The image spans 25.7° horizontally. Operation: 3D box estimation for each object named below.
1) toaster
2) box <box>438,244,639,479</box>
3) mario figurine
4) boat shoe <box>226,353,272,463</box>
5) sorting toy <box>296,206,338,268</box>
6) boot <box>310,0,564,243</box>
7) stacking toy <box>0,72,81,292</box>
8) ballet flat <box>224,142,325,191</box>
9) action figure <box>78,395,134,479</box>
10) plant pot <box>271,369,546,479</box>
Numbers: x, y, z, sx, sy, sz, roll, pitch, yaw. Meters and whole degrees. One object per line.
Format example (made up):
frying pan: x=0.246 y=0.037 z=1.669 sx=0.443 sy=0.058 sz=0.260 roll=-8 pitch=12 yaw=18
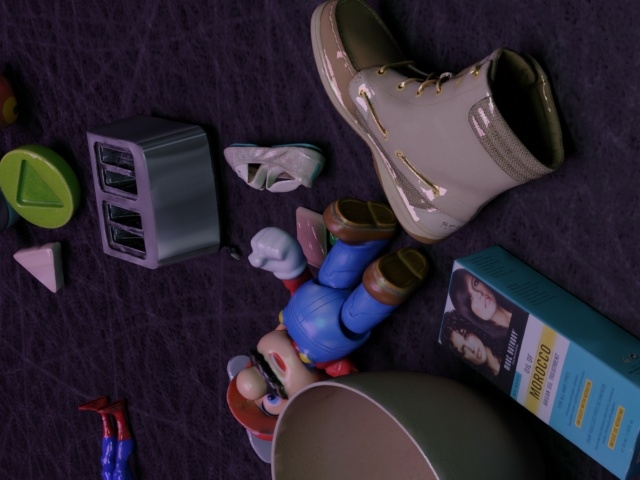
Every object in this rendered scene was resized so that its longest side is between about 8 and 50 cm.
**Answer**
toaster: x=-0.202 y=-0.060 z=1.746 sx=0.186 sy=0.110 sz=0.168 roll=16 pitch=118 yaw=49
box: x=0.219 y=0.108 z=1.301 sx=0.244 sy=0.060 sz=0.100 roll=36 pitch=131 yaw=39
mario figurine: x=-0.019 y=0.110 z=1.515 sx=0.198 sy=0.170 sz=0.320 roll=-87 pitch=21 yaw=-49
boat shoe: x=-0.080 y=0.210 z=1.761 sx=0.040 sy=0.049 sz=0.142 roll=141 pitch=109 yaw=-72
sorting toy: x=0.000 y=0.000 z=1.586 sx=0.083 sy=0.012 sz=0.062 roll=24 pitch=118 yaw=50
boot: x=0.106 y=-0.145 z=1.311 sx=0.203 sy=0.095 sz=0.262 roll=-34 pitch=79 yaw=54
stacking toy: x=-0.460 y=-0.095 z=2.121 sx=0.279 sy=0.130 sz=0.309 roll=27 pitch=133 yaw=12
ballet flat: x=-0.061 y=-0.081 z=1.587 sx=0.168 sy=0.057 sz=0.052 roll=2 pitch=70 yaw=52
action figure: x=-0.328 y=0.388 z=2.091 sx=0.091 sy=0.139 sz=0.280 roll=0 pitch=107 yaw=54
plant pot: x=0.111 y=0.247 z=1.392 sx=0.284 sy=0.191 sz=0.284 roll=25 pitch=123 yaw=45
